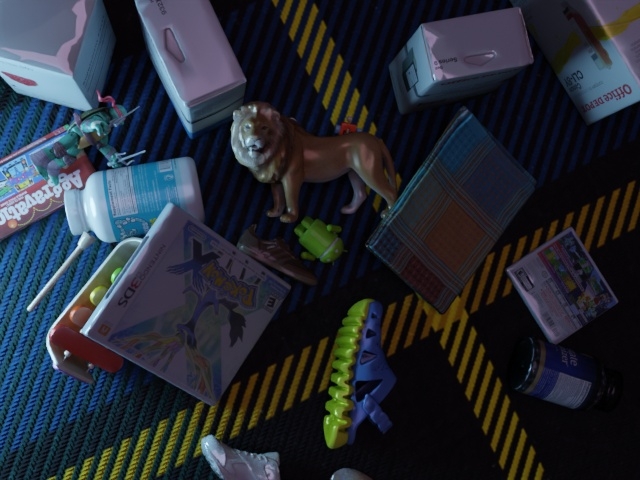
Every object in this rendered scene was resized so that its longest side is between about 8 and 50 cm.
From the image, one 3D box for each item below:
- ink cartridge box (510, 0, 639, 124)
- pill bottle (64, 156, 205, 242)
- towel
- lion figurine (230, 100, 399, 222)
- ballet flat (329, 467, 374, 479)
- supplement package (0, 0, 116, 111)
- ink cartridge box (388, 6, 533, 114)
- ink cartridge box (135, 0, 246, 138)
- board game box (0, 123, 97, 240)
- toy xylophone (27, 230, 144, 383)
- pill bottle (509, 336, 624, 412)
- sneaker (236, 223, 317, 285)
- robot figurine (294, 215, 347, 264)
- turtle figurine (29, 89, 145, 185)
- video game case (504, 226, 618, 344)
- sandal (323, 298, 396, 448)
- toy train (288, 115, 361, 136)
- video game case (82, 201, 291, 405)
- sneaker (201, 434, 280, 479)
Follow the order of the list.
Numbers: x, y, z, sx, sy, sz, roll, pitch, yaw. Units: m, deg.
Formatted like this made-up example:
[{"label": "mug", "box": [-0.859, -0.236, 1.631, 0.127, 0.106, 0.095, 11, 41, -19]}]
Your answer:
[{"label": "ink cartridge box", "box": [0.585, -0.465, 1.765, 0.160, 0.279, 0.384, -32, 91, -8]}, {"label": "pill bottle", "box": [-0.373, -0.078, 1.678, 0.264, 0.146, 0.146, -11, 88, -7]}, {"label": "towel", "box": [0.287, -0.059, 1.770, 0.271, 0.040, 0.370, 41, 80, -27]}, {"label": "lion figurine", "box": [0.006, -0.164, 1.713, 0.392, 0.142, 0.240, -3, 102, -21]}, {"label": "ballet flat", "box": [0.136, 0.606, 1.718, 0.107, 0.106, 0.316, -39, 91, -9]}, {"label": "supplement package", "box": [-0.516, -0.378, 1.605, 0.177, 0.293, 0.175, 15, 84, -6]}, {"label": "ink cartridge box", "box": [0.280, -0.364, 1.712, 0.211, 0.289, 0.121, -13, 88, -9]}, {"label": "ink cartridge box", "box": [-0.251, -0.348, 1.631, 0.129, 0.307, 0.223, -25, 90, -8]}, {"label": "board game box", "box": [-0.607, -0.109, 1.709, 0.281, 0.027, 0.145, -31, 92, -9]}, {"label": "toy xylophone", "box": [-0.429, 0.120, 1.637, 0.081, 0.236, 0.322, 32, 88, 37]}, {"label": "pill bottle", "box": [0.528, 0.294, 1.785, 0.219, 0.123, 0.122, 18, 84, -7]}, {"label": "sneaker", "box": [-0.081, 0.031, 1.749, 0.188, 0.066, 0.071, 27, 82, -6]}, {"label": "robot figurine", "box": [0.000, 0.000, 1.761, 0.115, 0.067, 0.101, 42, 109, -3]}, {"label": "turtle figurine", "box": [-0.452, -0.200, 1.651, 0.234, 0.175, 0.118, -32, 68, -2]}, {"label": "video game case", "box": [0.536, 0.101, 1.850, 0.183, 0.023, 0.201, -32, 90, -8]}, {"label": "sandal", "box": [0.095, 0.279, 1.736, 0.138, 0.126, 0.317, 9, 93, -11]}, {"label": "toy train", "box": [-0.001, -0.212, 1.775, 0.166, 0.046, 0.125, 5, 107, -9]}, {"label": "video game case", "box": [-0.256, 0.134, 1.662, 0.329, 0.036, 0.300, 37, 81, -32]}, {"label": "sneaker", "box": [-0.143, 0.465, 1.710, 0.232, 0.090, 0.115, 46, 75, -12]}]
